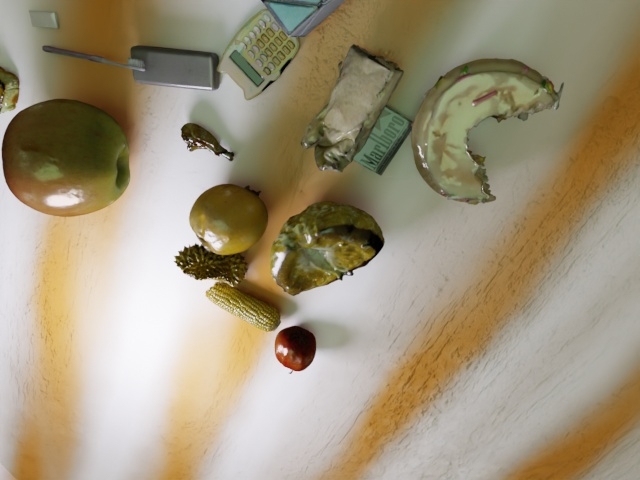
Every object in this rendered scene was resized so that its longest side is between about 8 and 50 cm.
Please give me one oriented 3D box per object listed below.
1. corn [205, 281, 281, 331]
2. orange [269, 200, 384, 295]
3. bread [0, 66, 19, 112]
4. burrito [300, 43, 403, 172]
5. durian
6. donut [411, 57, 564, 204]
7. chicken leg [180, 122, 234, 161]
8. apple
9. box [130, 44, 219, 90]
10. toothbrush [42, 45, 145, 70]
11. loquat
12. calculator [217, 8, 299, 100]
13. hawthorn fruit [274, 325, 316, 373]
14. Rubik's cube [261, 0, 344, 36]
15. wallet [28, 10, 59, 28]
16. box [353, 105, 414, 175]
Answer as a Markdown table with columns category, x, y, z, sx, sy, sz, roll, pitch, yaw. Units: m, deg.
| category | x | y | z | sx | sy | sz | roll | pitch | yaw |
| --- | --- | --- | --- | --- | --- | --- | --- | --- | --- |
| corn | -0.277 | 0.236 | 1.504 | 0.293 | 0.106 | 0.106 | 30 | 117 | -3 |
| orange | 0.000 | 0.000 | 1.261 | 0.369 | 0.210 | 0.271 | -28 | 147 | 23 |
| bread | -1.014 | -0.472 | 1.281 | 0.128 | 0.069 | 0.140 | 33 | 120 | -7 |
| burrito | 0.086 | -0.342 | 1.119 | 0.190 | 0.135 | 0.332 | 48 | 124 | 25 |
| durian | -0.357 | 0.066 | 1.377 | 0.250 | 0.183 | 0.138 | 11 | 130 | -48 |
| donut | 0.398 | -0.294 | 1.092 | 0.307 | 0.150 | 0.371 | 24 | 117 | -2 |
| chicken leg | -0.349 | -0.292 | 1.270 | 0.178 | 0.070 | 0.093 | 25 | 124 | -15 |
| apple | -0.724 | -0.237 | 1.222 | 0.305 | 0.338 | 0.338 | -5 | 117 | -10 |
| box | -0.413 | -0.492 | 1.180 | 0.244 | 0.055 | 0.103 | 8 | 118 | 6 |
| toothbrush | -0.651 | -0.528 | 1.184 | 0.354 | 0.024 | 0.029 | 15 | 112 | 14 |
| loquat | -0.279 | -0.073 | 1.282 | 0.244 | 0.244 | 0.243 | 4 | 117 | 8 |
| calculator | -0.166 | -0.515 | 1.142 | 0.236 | 0.033 | 0.157 | -39 | 104 | 22 |
| hawthorn fruit | -0.096 | 0.414 | 1.527 | 0.157 | 0.157 | 0.194 | 11 | 115 | 4 |
| Rubik's cube | -0.042 | -0.627 | 0.967 | 0.205 | 0.207 | 0.205 | -34 | 107 | 21 |
| wallet | -0.799 | -0.638 | 1.195 | 0.083 | 0.011 | 0.044 | 7 | 118 | 5 |
| box | 0.174 | -0.289 | 1.195 | 0.115 | 0.036 | 0.177 | 30 | 117 | -4 |
